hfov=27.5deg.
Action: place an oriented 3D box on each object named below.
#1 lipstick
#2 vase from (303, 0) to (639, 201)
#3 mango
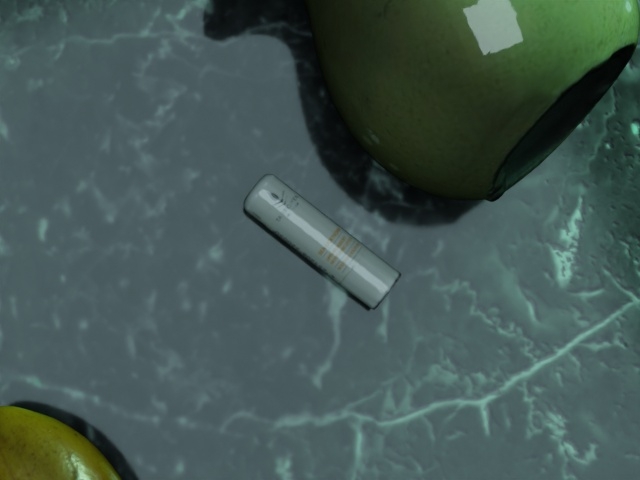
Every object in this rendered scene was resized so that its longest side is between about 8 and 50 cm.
[{"bbox_3d":[0.000,0.000,1.083,0.141,0.040,0.040,37,84,0],"label":"lipstick"},{"bbox_3d":[0.109,-0.213,1.038,0.302,0.241,0.329,45,56,13],"label":"vase"},{"bbox_3d":[-0.212,0.230,1.024,0.141,0.102,0.217,-28,85,18],"label":"mango"}]
